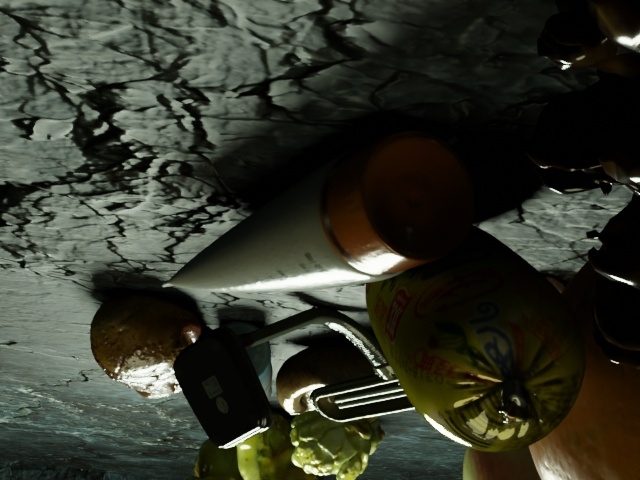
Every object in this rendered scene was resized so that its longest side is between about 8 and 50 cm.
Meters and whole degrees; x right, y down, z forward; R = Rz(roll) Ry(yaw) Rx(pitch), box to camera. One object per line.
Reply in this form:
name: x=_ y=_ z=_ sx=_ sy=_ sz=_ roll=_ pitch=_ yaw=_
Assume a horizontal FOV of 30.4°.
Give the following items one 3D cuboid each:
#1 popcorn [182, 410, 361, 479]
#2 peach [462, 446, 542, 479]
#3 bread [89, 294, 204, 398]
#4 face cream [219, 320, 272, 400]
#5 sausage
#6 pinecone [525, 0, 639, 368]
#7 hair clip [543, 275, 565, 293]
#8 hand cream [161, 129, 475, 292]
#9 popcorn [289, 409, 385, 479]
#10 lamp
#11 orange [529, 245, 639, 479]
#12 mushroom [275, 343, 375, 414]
popcorn: x=-0.099 y=0.449 z=2.045 sx=0.290 sy=0.325 sz=0.321 roll=-42 pitch=124 yaw=17
peach: x=0.324 y=0.285 z=1.406 sx=0.292 sy=0.292 sz=0.247 roll=-1 pitch=137 yaw=12
bread: x=-0.195 y=0.136 z=1.373 sx=0.124 sy=0.084 sz=0.344 roll=3 pitch=164 yaw=-1
face cream: x=-0.098 y=0.163 z=1.455 sx=0.077 sy=0.077 sz=0.250 roll=3 pitch=164 yaw=-1
sausage: x=0.101 y=0.056 z=0.844 sx=0.123 sy=0.123 sz=0.347 roll=5 pitch=-170 yaw=-6
pinecone: x=0.190 y=-0.046 z=0.438 sx=0.257 sy=0.243 sz=0.243 roll=34 pitch=155 yaw=-12
hair clip: x=0.248 y=0.090 z=1.146 sx=0.146 sy=0.056 sz=0.187 roll=26 pitch=171 yaw=-4
hand cream: x=0.000 y=0.000 z=0.870 sx=0.140 sy=0.089 sz=0.314 roll=-12 pitch=173 yaw=-31
popcorn: x=0.021 y=0.308 z=1.844 sx=0.135 sy=0.141 sz=0.162 roll=41 pitch=135 yaw=1
lamp: x=-0.033 y=0.155 z=1.286 sx=0.283 sy=0.124 sz=0.203 roll=-1 pitch=158 yaw=-39
orange: x=0.303 y=0.119 z=0.855 sx=0.312 sy=0.312 sz=0.312 roll=3 pitch=164 yaw=1
mushroom: x=0.019 y=0.164 z=1.448 sx=0.094 sy=0.072 sz=0.210 roll=14 pitch=155 yaw=-41
